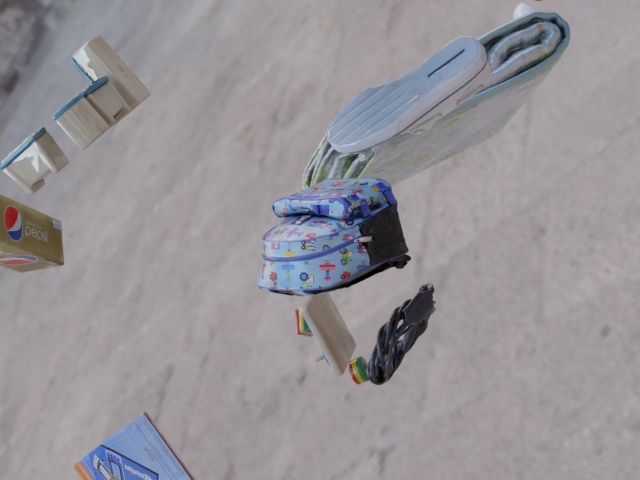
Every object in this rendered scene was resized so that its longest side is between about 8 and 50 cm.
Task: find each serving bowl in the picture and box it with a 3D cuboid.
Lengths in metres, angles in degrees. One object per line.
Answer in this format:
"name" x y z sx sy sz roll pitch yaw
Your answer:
"serving bowl" 0.339 -0.344 2.083 0.027 0.083 0.083 -40 18 -4

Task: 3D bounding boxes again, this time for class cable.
"cable" 0.120 0.155 2.015 0.184 0.047 0.150 -51 -14 -31

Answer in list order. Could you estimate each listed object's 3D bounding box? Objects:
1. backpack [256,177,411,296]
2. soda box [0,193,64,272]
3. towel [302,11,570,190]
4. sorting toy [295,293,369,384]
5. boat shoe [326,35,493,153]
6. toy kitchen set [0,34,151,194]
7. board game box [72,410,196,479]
"backpack" 0.000 0.000 1.590 0.173 0.117 0.158 -24 19 -39
"soda box" -0.364 -0.010 1.474 0.061 0.181 0.058 -10 75 15
"towel" 0.161 -0.182 1.888 0.374 0.090 0.320 -26 -9 -18
"sorting toy" -0.003 0.150 2.220 0.046 0.274 0.132 -25 12 19
"boat shoe" 0.119 -0.166 1.622 0.226 0.076 0.083 -29 48 12
"toy kitchen set" -0.383 -0.189 1.924 0.166 0.122 0.207 -36 9 26
"board game box" -0.255 0.429 2.049 0.145 0.281 0.027 -36 -5 -3
